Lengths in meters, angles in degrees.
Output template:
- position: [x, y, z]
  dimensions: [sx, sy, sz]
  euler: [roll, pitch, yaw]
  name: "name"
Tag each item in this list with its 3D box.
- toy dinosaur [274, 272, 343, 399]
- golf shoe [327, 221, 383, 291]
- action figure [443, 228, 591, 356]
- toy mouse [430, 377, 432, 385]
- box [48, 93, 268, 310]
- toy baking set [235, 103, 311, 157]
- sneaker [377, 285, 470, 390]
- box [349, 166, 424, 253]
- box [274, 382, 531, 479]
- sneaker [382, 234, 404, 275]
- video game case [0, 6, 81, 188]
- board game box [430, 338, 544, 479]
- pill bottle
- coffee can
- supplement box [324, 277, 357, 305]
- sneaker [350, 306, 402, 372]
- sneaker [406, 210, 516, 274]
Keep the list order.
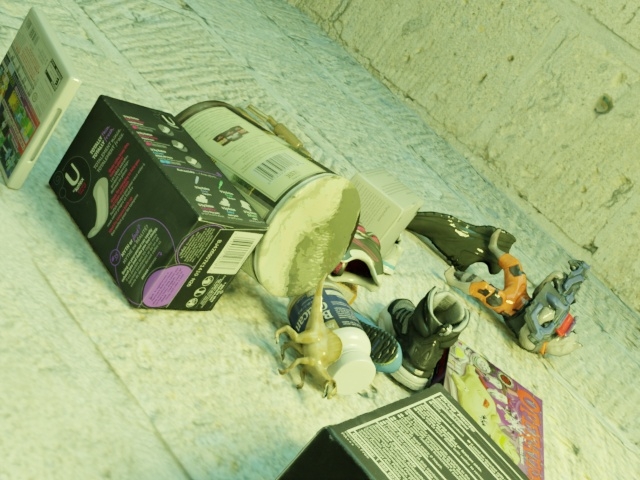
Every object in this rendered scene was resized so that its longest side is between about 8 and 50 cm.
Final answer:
- position: [-0.015, 0.144, 1.276]
  dimensions: [0.053, 0.093, 0.183]
  euler: [69, 14, -65]
  name: "toy dinosaur"
- position: [0.000, 0.000, 1.541]
  dimensions: [0.273, 0.105, 0.120]
  euler: [21, 29, -27]
  name: "golf shoe"
- position: [0.488, 0.133, 2.117]
  dimensions: [0.330, 0.178, 0.341]
  euler: [48, 45, 13]
  name: "action figure"
- position: [0.244, 0.271, 1.558]
  dimensions: [0.161, 0.031, 0.143]
  euler: [40, 19, 5]
  name: "toy mouse"
- position: [-0.228, -0.049, 1.245]
  dimensions: [0.143, 0.165, 0.270]
  euler: [8, 35, -54]
  name: "box"
- position: [-0.108, -0.237, 2.124]
  dimensions: [0.256, 0.030, 0.197]
  euler: [44, 22, 18]
  name: "toy baking set"
- position: [0.183, 0.140, 1.565]
  dimensions: [0.101, 0.153, 0.268]
  euler: [34, 19, -11]
  name: "sneaker"
- position: [0.090, -0.036, 1.768]
  dimensions: [0.119, 0.182, 0.181]
  euler: [39, 18, 10]
  name: "box"
- position: [0.117, 0.333, 0.948]
  dimensions: [0.296, 0.182, 0.294]
  euler: [47, 22, 21]
  name: "box"
- position: [0.139, -0.005, 1.939]
  dimensions: [0.071, 0.083, 0.190]
  euler: [25, 21, -29]
  name: "sneaker"
- position: [-0.407, -0.199, 1.244]
  dimensions: [0.023, 0.183, 0.201]
  euler: [16, 28, -44]
  name: "video game case"
- position: [0.265, 0.303, 1.439]
  dimensions: [0.208, 0.056, 0.347]
  euler: [40, 25, -6]
  name: "board game box"
- position: [0.018, 0.147, 1.343]
  dimensions: [0.094, 0.094, 0.169]
  euler: [23, 23, -37]
  name: "pill bottle"
- position: [-0.105, -0.067, 1.371]
  dimensions: [0.275, 0.201, 0.201]
  euler: [35, 14, 34]
  name: "coffee can"
- position: [0.017, 0.074, 1.601]
  dimensions: [0.098, 0.036, 0.062]
  euler: [34, 19, -8]
  name: "supplement box"
- position: [0.045, 0.146, 1.465]
  dimensions: [0.209, 0.069, 0.082]
  euler: [37, -15, 23]
  name: "sneaker"
- position: [0.332, 0.005, 2.225]
  dimensions: [0.286, 0.130, 0.109]
  euler: [16, 2, 6]
  name: "sneaker"
